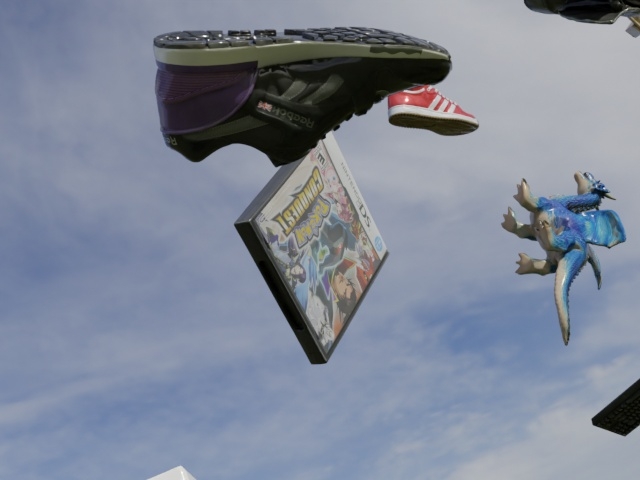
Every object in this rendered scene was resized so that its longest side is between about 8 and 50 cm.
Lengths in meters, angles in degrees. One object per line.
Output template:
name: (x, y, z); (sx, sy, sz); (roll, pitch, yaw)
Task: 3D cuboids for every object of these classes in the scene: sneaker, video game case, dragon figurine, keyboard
sneaker: (0.199, -0.169, 0.546); (0.170, 0.089, 0.051); (-20, -65, -33)
video game case: (0.000, 0.000, 1.253); (0.035, 0.275, 0.248); (-10, -61, 33)
dragon figurine: (0.309, 0.002, 1.015); (0.144, 0.289, 0.085); (8, -55, -11)
keyboard: (0.545, 0.272, 1.402); (0.108, 0.023, 0.180); (17, -46, -17)
sneaker: (-0.015, -0.136, 0.810); (0.283, 0.107, 0.124); (-4, -68, -13)
sneaker: (0.127, -0.158, 0.954); (0.118, 0.067, 0.042); (6, -23, -28)

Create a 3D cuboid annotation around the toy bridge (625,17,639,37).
toy bridge: (0.283, -0.290, 0.915); (0.026, 0.188, 0.063); (-51, -1, 6)

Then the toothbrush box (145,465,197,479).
toothbrush box: (-0.126, 0.319, 0.492); (0.216, 0.295, 0.126); (-21, -37, 1)
